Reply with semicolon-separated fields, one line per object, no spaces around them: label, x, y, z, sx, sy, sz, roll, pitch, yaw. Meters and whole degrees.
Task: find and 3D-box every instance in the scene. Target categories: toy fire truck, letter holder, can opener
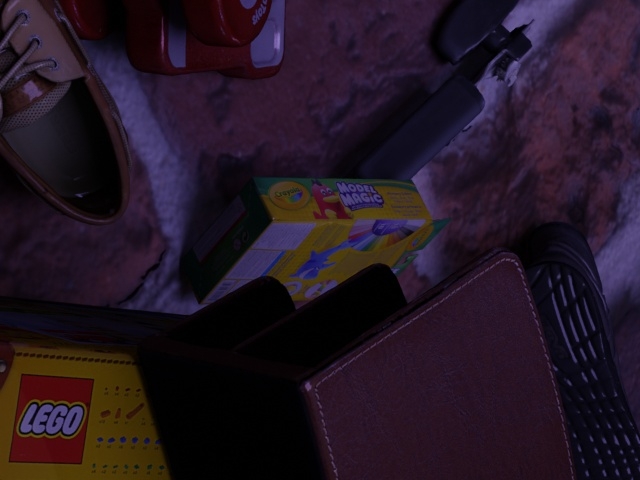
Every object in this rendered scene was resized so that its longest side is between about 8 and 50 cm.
toy fire truck;-0.098;-0.280;1.469;0.254;0.169;0.302;-17;110;-64
letter holder;0.044;0.166;1.151;0.214;0.152;0.302;-30;115;-38
can opener;0.111;-0.136;1.731;0.093;0.074;0.280;42;62;-1

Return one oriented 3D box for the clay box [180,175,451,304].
clay box;0.000;0.000;1.604;0.222;0.127;0.053;-1;55;-43

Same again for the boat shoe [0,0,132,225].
boat shoe;-0.226;-0.134;1.336;0.122;0.120;0.324;-36;133;-1

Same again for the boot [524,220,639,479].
boot;0.271;0.157;1.805;0.223;0.118;0.338;-40;123;-74

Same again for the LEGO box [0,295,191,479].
LEGO box;-0.174;0.153;1.302;0.500;0.372;0.193;9;91;-43
